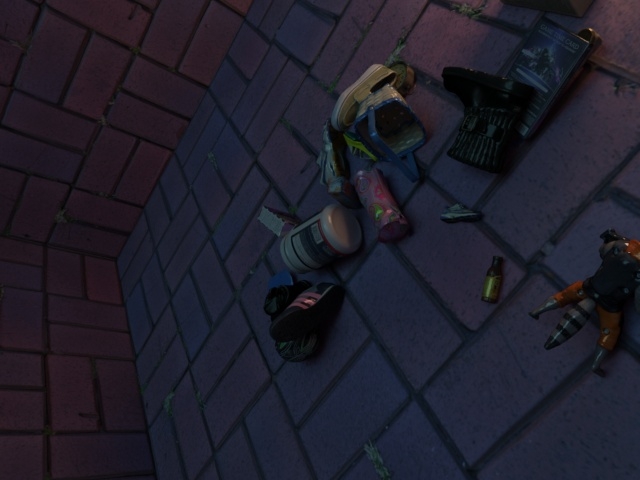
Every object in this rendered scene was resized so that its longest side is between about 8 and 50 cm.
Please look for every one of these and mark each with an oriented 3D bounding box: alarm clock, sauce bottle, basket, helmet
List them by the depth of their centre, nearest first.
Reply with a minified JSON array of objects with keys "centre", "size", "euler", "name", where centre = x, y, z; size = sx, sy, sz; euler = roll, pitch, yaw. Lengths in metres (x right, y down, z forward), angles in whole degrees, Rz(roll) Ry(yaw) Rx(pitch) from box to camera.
[{"centre":[0.468,0.105,1.292],"size":[0.042,0.042,0.128],"euler":[9,85,50],"name":"sauce bottle"},{"centre":[0.237,-0.352,1.581],"size":[0.201,0.255,0.289],"euler":[-31,39,24],"name":"basket"},{"centre":[0.291,-0.576,1.740],"size":[0.129,0.064,0.192],"euler":[-54,40,19],"name":"alarm clock"},{"centre":[-0.084,0.360,1.740],"size":[0.169,0.169,0.161],"euler":[-31,42,38],"name":"helmet"}]

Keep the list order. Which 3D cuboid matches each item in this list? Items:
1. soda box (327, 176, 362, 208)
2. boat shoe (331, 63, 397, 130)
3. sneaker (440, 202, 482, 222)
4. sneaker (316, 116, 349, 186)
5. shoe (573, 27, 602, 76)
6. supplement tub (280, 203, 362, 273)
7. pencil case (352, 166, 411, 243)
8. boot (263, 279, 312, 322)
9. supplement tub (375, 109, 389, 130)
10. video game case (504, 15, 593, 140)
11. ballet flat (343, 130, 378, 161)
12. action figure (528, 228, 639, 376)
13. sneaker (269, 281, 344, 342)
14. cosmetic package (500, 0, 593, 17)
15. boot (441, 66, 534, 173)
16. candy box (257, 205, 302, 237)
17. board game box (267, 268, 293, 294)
[{"centre":[0.091,-0.169,1.716],"size":[0.063,0.183,0.058],"euler":[-1,75,27],"name":"soda box"},{"centre":[0.154,-0.511,1.694],"size":[0.094,0.109,0.302],"euler":[29,78,42],"name":"boat shoe"},{"centre":[0.418,-0.087,1.418],"size":[0.135,0.052,0.058],"euler":[1,73,49],"name":"sneaker"},{"centre":[0.030,-0.357,1.920],"size":[0.131,0.112,0.296],"euler":[-26,57,41],"name":"sneaker"},{"centre":[0.658,-0.454,1.273],"size":[0.219,0.058,0.076],"euler":[-57,44,40],"name":"shoe"},{"centre":[0.000,0.000,1.755],"size":[0.272,0.191,0.191],"euler":[-29,55,39],"name":"supplement tub"},{"centre":[0.205,-0.124,1.618],"size":[0.124,0.124,0.284],"euler":[-45,46,29],"name":"pencil case"},{"centre":[-0.157,0.252,1.819],"size":[0.094,0.207,0.246],"euler":[47,112,19],"name":"boot"},{"centre":[0.180,-0.479,1.798],"size":[0.106,0.106,0.198],"euler":[-45,46,28],"name":"supplement tub"},{"centre":[0.588,-0.442,1.305],"size":[0.274,0.026,0.196],"euler":[-65,32,35],"name":"video game case"},{"centre":[0.155,-0.354,1.811],"size":[0.231,0.077,0.077],"euler":[35,120,47],"name":"ballet flat"},{"centre":[0.639,0.137,0.987],"size":[0.330,0.178,0.341],"euler":[-62,37,26],"name":"action figure"},{"centre":[-0.067,0.249,1.687],"size":[0.131,0.319,0.112],"euler":[14,124,51],"name":"sneaker"},{"centre":[0.629,-0.753,1.352],"size":[0.129,0.153,0.296],"euler":[-58,43,13],"name":"cosmetic package"},{"centre":[0.443,-0.364,1.414],"size":[0.348,0.131,0.260],"euler":[52,132,55],"name":"boot"},{"centre":[-0.140,-0.062,1.960],"size":[0.196,0.165,0.070],"euler":[35,104,49],"name":"candy box"},{"centre":[-0.157,0.201,1.984],"size":[0.168,0.033,0.133],"euler":[-34,60,39],"name":"board game box"}]
